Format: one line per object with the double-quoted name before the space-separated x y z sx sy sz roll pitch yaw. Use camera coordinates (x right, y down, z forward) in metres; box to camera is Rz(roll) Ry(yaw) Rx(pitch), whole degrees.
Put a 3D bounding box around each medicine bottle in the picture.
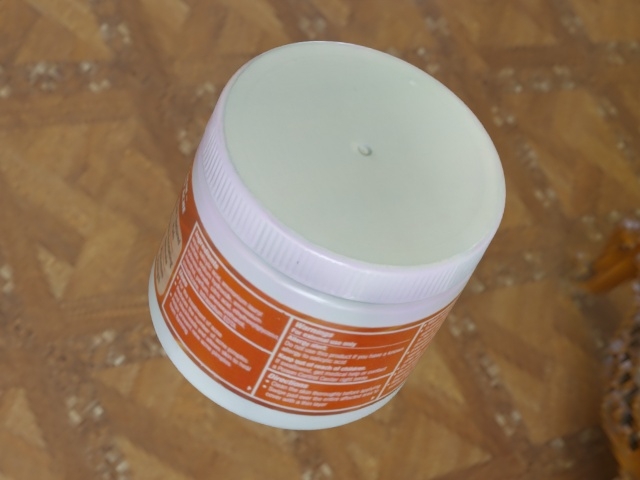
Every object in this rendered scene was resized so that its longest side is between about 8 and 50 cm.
"medicine bottle" 0.000 0.000 1.419 0.252 0.241 0.252 12 49 -14
